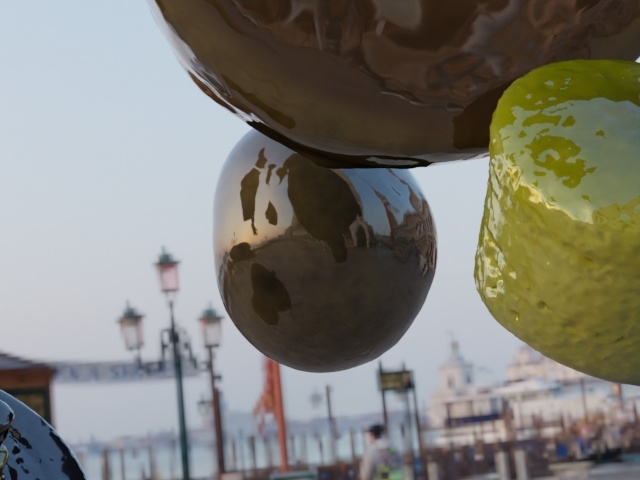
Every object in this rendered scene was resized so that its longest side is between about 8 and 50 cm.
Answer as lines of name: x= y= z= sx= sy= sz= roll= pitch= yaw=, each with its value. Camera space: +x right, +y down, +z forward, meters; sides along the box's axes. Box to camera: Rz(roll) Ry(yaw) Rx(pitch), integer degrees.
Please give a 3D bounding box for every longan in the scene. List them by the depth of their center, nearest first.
longan: x=0.000 y=0.000 z=0.896 sx=0.167 sy=0.187 sz=0.167 roll=-24 pitch=6 yaw=3

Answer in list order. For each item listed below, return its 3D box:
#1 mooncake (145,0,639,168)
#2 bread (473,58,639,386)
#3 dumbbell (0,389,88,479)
mooncake: x=0.041 y=-0.174 z=0.657 sx=0.284 sy=0.284 sz=0.155 roll=-5 pitch=3 yaw=-3
bread: x=0.124 y=-0.010 z=0.550 sx=0.111 sy=0.129 sz=0.114 roll=-3 pitch=-50 yaw=-11
dumbbell: x=-0.276 y=0.236 z=0.776 sx=0.185 sy=0.185 sz=0.388 roll=3 pitch=-50 yaw=-45
